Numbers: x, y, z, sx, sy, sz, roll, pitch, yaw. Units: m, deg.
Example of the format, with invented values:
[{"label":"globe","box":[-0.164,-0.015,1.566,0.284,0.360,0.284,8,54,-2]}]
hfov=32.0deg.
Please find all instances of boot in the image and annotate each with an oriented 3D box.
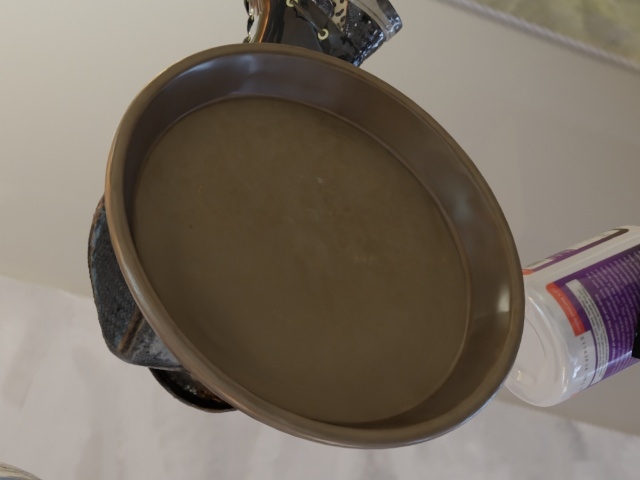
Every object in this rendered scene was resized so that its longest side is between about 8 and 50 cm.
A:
[{"label":"boot","box":[-0.061,-0.180,1.026,0.236,0.085,0.179,30,-99,36]}]

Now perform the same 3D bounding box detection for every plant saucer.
[{"label":"plant saucer","box":[0.000,0.000,0.676,0.277,0.041,0.278,15,-126,-21]}]

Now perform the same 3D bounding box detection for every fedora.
[{"label":"fedora","box":[-0.147,0.017,1.169,0.152,0.334,0.334,4,-127,-50]}]

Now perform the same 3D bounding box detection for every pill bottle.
[{"label":"pill bottle","box":[0.232,0.051,0.903,0.193,0.108,0.108,-20,-112,-26]}]

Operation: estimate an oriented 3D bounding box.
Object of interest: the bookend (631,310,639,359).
[{"label":"bookend","box":[0.343,0.074,0.812,0.156,0.157,0.072,10,-89,-29]}]

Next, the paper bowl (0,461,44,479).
[{"label":"paper bowl","box":[-0.292,0.333,0.923,0.284,0.148,0.284,-1,-88,-34]}]
